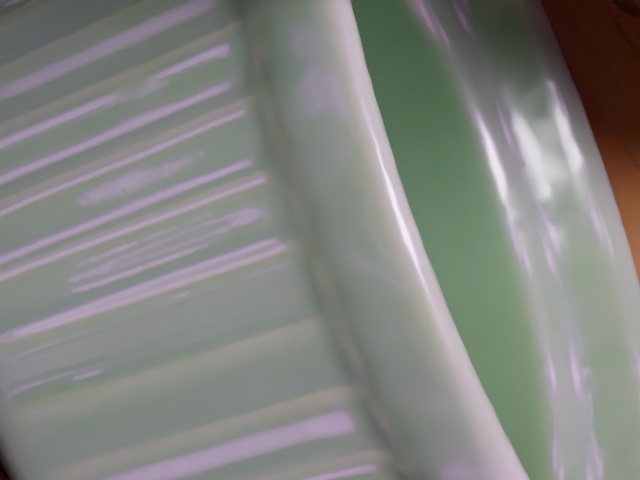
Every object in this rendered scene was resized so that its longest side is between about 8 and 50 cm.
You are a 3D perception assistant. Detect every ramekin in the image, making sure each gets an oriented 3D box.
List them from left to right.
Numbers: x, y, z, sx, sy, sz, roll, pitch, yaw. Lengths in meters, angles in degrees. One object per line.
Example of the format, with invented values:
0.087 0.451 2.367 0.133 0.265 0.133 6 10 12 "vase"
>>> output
0.000 0.000 0.616 0.148 0.303 0.303 -19 161 19 "ramekin"

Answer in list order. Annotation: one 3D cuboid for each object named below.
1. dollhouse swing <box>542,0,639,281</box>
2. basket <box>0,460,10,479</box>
0.183 0.011 0.982 0.347 0.315 0.305 2 139 -43 "dollhouse swing"
-0.151 0.078 0.746 0.213 0.223 0.299 -29 149 10 "basket"
